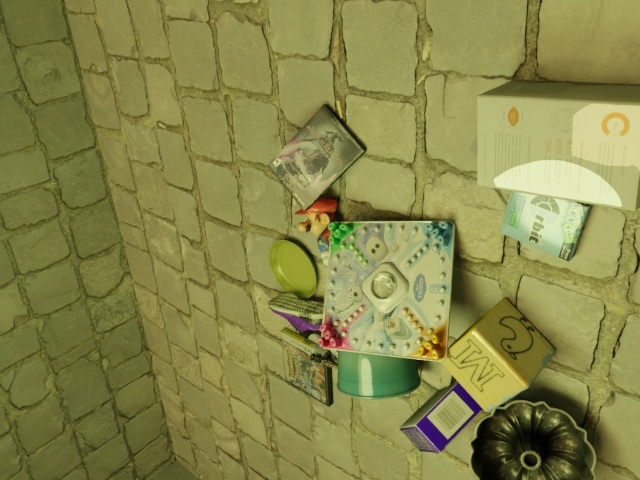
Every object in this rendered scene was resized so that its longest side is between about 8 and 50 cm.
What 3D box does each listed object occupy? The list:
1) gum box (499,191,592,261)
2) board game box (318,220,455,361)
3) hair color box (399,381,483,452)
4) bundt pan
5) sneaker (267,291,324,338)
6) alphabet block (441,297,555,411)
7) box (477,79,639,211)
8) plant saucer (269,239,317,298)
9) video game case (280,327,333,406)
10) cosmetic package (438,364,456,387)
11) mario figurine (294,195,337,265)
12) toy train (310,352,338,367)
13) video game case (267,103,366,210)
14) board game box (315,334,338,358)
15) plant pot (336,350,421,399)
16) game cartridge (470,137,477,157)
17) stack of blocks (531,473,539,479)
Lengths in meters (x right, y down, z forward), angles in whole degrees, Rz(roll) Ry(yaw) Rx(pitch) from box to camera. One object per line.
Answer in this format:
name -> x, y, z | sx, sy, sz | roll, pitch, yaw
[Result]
gum box -> 0.545, -0.055, 1.436 | 0.184, 0.041, 0.156 | 28, 130, 31
board game box -> 0.179, 0.132, 1.694 | 0.390, 0.050, 0.389 | 1, 81, 29
hair color box -> 0.356, 0.535, 1.769 | 0.110, 0.185, 0.339 | 47, 168, 13
bundt pan -> 0.582, 0.588, 1.639 | 0.331, 0.124, 0.330 | 1, 93, 17
sneaker -> -0.079, 0.292, 2.185 | 0.293, 0.102, 0.146 | 11, 124, 42
alphabet block -> 0.479, 0.313, 1.612 | 0.197, 0.192, 0.193 | 47, 137, 13
box -> 0.529, -0.215, 1.259 | 0.345, 0.168, 0.214 | 16, 123, 40
plant saucer -> -0.095, 0.103, 2.192 | 0.241, 0.037, 0.240 | 24, 128, 34
video game case -> -0.056, 0.516, 2.400 | 0.248, 0.035, 0.274 | 21, 126, 37
cosmetic package -> 0.407, 0.394, 1.834 | 0.041, 0.060, 0.115 | 28, 129, 34
mario figurine -> 0.000, 0.000, 1.934 | 0.198, 0.170, 0.320 | -14, 104, 51
toy train -> 0.035, 0.467, 2.244 | 0.158, 0.027, 0.036 | 14, 125, 15
video game case -> -0.017, -0.253, 1.820 | 0.274, 0.026, 0.196 | -44, 78, 24
board game box -> 0.069, 0.371, 2.185 | 0.201, 0.035, 0.136 | 45, 137, 17
plant pot -> 0.178, 0.341, 1.899 | 0.272, 0.272, 0.255 | 2, 100, 45
game cartridge -> 0.420, -0.222, 1.485 | 0.083, 0.017, 0.056 | 44, 134, 19
stack of blocks -> 0.582, 0.753, 1.846 | 0.171, 0.087, 0.297 | 28, 131, 32
